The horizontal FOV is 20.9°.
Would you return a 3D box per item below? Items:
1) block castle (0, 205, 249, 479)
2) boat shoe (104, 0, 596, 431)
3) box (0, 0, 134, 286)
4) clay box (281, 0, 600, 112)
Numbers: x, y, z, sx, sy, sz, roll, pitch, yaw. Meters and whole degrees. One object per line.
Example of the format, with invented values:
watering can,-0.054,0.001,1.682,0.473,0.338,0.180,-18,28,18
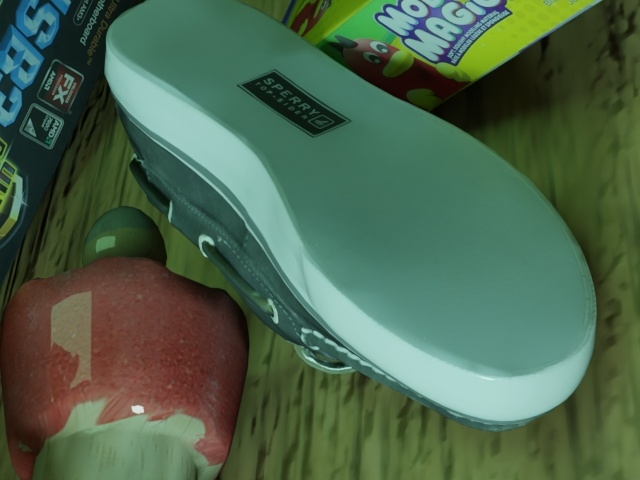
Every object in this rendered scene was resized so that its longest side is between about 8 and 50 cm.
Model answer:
block castle,-0.276,0.095,0.603,0.453,0.303,0.212,-31,40,33
boat shoe,0.000,0.000,0.547,0.080,0.076,0.228,-24,43,-29
box,-0.202,-0.115,0.942,0.293,0.073,0.295,2,66,57
clay box,0.062,-0.119,0.573,0.222,0.053,0.127,-33,30,58
